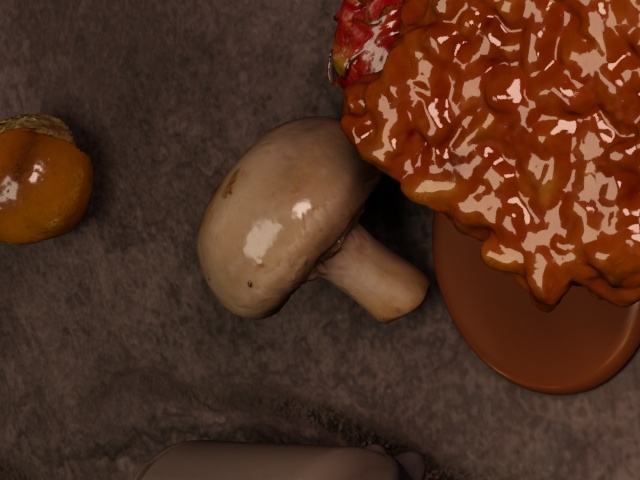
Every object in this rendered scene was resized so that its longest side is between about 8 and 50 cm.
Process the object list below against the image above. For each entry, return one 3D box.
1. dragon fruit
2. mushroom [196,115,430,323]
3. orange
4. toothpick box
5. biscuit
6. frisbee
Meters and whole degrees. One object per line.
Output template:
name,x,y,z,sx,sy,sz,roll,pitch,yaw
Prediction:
dragon fruit,0.091,-0.119,1.745,0.125,0.125,0.246,-33,73,14
mushroom,0.000,0.000,1.838,0.215,0.207,0.207,38,132,-7
orange,-0.321,-0.065,2.186,0.156,0.134,0.157,-21,47,24
toothpick box,-0.023,0.288,1.915,0.316,0.229,0.229,-5,96,44
biscuit,0.199,-0.121,1.590,0.318,0.110,0.312,42,113,13
frisbee,0.191,0.015,1.752,0.250,0.021,0.251,13,109,42
